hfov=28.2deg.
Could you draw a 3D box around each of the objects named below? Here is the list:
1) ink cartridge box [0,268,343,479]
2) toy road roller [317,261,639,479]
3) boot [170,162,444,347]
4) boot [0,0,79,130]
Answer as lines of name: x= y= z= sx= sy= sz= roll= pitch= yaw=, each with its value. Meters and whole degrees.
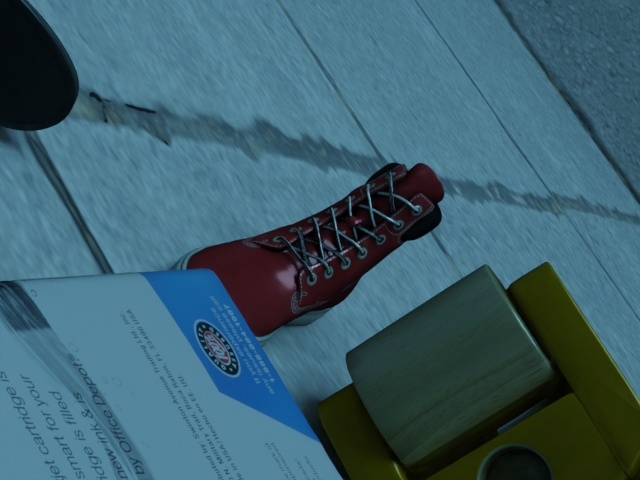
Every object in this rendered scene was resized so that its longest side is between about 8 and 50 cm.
ink cartridge box: x=-0.114 y=0.139 z=0.555 sx=0.223 sy=0.129 sz=0.307 roll=58 pitch=22 yaw=14
toy road roller: x=0.170 y=0.200 z=0.963 sx=0.329 sy=0.202 sz=0.240 roll=60 pitch=8 yaw=20
boot: x=0.000 y=0.000 z=0.953 sx=0.088 sy=0.176 sz=0.244 roll=57 pitch=23 yaw=9
boot: x=-0.247 y=-0.211 z=0.915 sx=0.263 sy=0.091 sz=0.229 roll=45 pitch=22 yaw=-10
